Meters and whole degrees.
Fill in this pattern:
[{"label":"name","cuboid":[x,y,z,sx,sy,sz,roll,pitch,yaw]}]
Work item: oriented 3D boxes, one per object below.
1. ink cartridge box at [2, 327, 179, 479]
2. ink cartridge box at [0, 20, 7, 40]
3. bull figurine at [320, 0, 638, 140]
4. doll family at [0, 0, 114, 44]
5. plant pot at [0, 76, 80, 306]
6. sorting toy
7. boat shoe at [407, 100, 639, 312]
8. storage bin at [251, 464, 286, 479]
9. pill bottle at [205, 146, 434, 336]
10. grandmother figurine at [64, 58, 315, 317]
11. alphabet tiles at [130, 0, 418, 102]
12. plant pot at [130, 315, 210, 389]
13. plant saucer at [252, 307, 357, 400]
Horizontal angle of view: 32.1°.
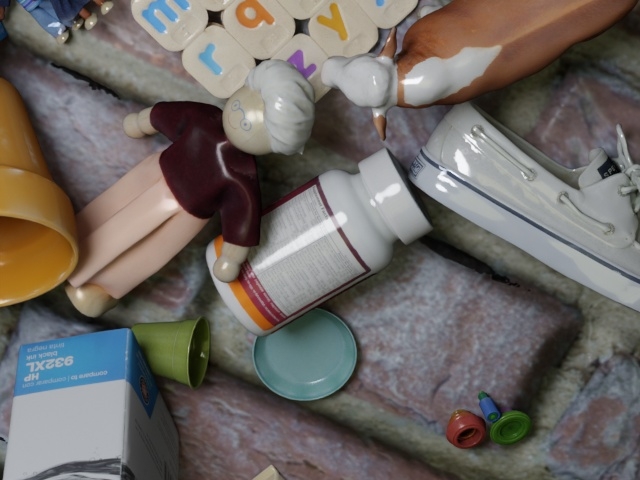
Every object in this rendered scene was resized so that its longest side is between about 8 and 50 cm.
[{"label":"ink cartridge box","cuboid":[-0.231,0.282,1.145,0.129,0.307,0.223,-8,137,2]},{"label":"ink cartridge box","cuboid":[-0.424,-0.262,1.089,0.148,0.086,0.203,-18,110,7]},{"label":"bull figurine","cuboid":[0.153,-0.198,1.067,0.310,0.188,0.101,-20,109,7]},{"label":"doll family","cuboid":[-0.248,-0.276,1.091,0.193,0.076,0.111,-45,124,9]},{"label":"plant pot","cuboid":[-0.351,-0.057,1.096,0.205,0.187,0.205,-11,154,-5]},{"label":"sorting toy","cuboid":[0.193,0.208,1.303,0.102,0.042,0.061,-6,127,-11]},{"label":"boat shoe","cuboid":[0.286,-0.045,1.167,0.367,0.136,0.156,29,105,-1]},{"label":"storage bin","cuboid":[-0.064,0.454,1.343,0.260,0.123,0.262,-40,106,13]},{"label":"pill bottle","cuboid":[0.000,0.000,1.174,0.221,0.121,0.121,-31,108,10]},{"label":"grandmother figurine","cuboid":[-0.134,-0.053,1.118,0.342,0.104,0.207,-39,86,25]},{"label":"alphabet tiles","cuboid":[-0.044,-0.280,1.096,0.284,0.021,0.278,-44,117,7]},{"label":"plant pot","cuboid":[-0.173,0.122,1.247,0.079,0.083,0.083,5,111,10]},{"label":"plant saucer","cuboid":[-0.018,0.126,1.274,0.119,0.021,0.119,0,111,0]}]
